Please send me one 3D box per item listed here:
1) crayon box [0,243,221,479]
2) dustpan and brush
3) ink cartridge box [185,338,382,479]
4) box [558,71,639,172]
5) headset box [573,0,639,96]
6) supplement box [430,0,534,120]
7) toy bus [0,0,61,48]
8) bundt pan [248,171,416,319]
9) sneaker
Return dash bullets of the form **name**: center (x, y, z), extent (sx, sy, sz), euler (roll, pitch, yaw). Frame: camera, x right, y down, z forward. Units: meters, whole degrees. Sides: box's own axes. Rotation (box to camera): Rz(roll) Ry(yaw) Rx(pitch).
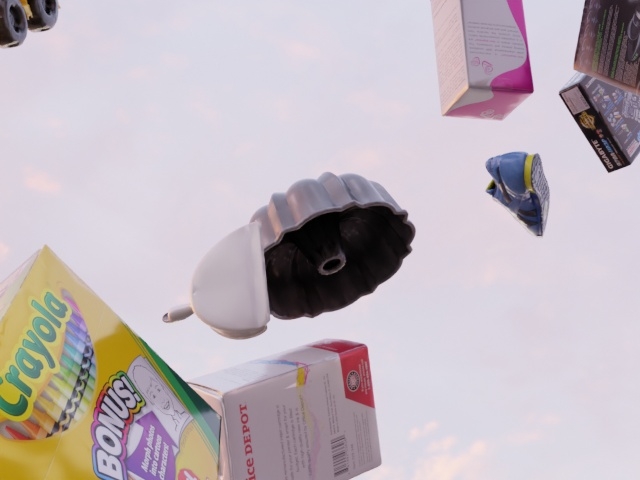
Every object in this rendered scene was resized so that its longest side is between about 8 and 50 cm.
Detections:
- **crayon box**: center (-0.242, 0.210, 0.860), extent (0.106, 0.363, 0.313), euler (-36, -69, 10)
- **dustpan and brush**: center (-0.143, 0.074, 1.112), extent (0.211, 0.147, 0.060), euler (-18, -25, 26)
- **ink cartridge box**: center (-0.057, 0.308, 1.410), extent (0.306, 0.226, 0.131), euler (-11, 9, -36)
- **box**: center (0.536, -0.253, 1.518), extent (0.175, 0.220, 0.051), euler (54, -37, -11)
- **headset box**: center (0.536, -0.280, 1.205), extent (0.246, 0.283, 0.131), euler (-2, -67, -13)
- **supplement box**: center (0.250, -0.311, 1.323), extent (0.111, 0.220, 0.114), euler (3, -19, -15)
- **toy bus**: center (-0.438, -0.347, 1.042), extent (0.149, 0.220, 0.211), euler (-2, -63, 7)
- **bundt pan**: center (0.000, 0.000, 1.530), extent (0.331, 0.124, 0.331), euler (-17, -35, -12)
- **sneaker**: center (0.304, -0.071, 1.296), extent (0.082, 0.069, 0.209), euler (3, -26, 26)
